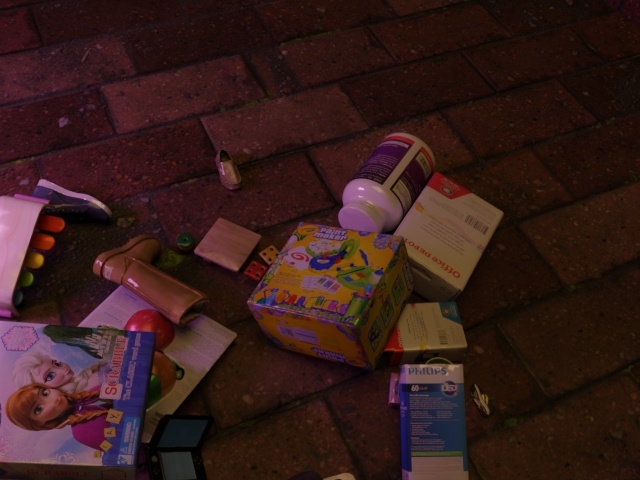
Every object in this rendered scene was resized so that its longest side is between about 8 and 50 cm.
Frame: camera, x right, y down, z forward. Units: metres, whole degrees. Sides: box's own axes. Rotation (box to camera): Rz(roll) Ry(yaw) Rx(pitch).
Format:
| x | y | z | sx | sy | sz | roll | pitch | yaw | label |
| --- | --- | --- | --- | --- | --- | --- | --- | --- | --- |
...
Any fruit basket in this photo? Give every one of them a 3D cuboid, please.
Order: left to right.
| x | y | z | sx | sy | sz | roll | pitch | yaw | label |
| --- | --- | --- | --- | --- | --- | --- | --- | --- | --- |
| -0.423 | 0.267 | 1.525 | 0.327 | 0.165 | 0.353 | 26 | 39 | 12 | fruit basket |

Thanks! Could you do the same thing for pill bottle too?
| x | y | z | sx | sy | sz | roll | pitch | yaw | label |
| --- | --- | --- | --- | --- | --- | --- | --- | --- | --- |
| 0.182 | -0.148 | 1.850 | 0.182 | 0.181 | 0.323 | 28 | 56 | 15 | pill bottle |

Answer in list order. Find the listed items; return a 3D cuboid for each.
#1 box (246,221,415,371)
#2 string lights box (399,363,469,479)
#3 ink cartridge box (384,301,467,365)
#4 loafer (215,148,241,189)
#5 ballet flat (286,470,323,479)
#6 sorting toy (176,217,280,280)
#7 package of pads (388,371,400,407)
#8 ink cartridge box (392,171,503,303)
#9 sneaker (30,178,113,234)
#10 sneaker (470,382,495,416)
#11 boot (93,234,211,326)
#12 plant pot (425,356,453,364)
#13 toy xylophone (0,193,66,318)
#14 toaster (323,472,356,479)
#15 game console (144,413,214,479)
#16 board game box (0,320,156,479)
| x | y | z | sx | sy | sz | roll | pitch | yaw | label |
| --- | --- | --- | --- | --- | --- | --- | --- | --- | --- |
| 0.034 | 0.124 | 1.575 | 0.290 | 0.177 | 0.279 | 9 | 50 | 31 | box |
| 0.248 | 0.405 | 1.450 | 0.133 | 0.077 | 0.259 | 1 | 77 | -5 | string lights box |
| 0.233 | 0.232 | 1.635 | 0.231 | 0.078 | 0.134 | -2 | 52 | -7 | ink cartridge box |
| -0.274 | -0.210 | 1.931 | 0.056 | 0.050 | 0.148 | -20 | 58 | -19 | loafer |
| -0.111 | 0.548 | 1.268 | 0.280 | 0.096 | 0.095 | -44 | 51 | 9 | ballet flat |
| -0.239 | 0.024 | 1.762 | 0.275 | 0.046 | 0.132 | 23 | 54 | 12 | sorting toy |
| 0.190 | 0.357 | 1.566 | 0.050 | 0.032 | 0.083 | 7 | 53 | 1 | package of pads |
| 0.323 | -0.005 | 1.772 | 0.226 | 0.131 | 0.306 | 34 | 58 | 6 | ink cartridge box |
| -0.688 | -0.057 | 1.754 | 0.226 | 0.086 | 0.163 | 18 | 56 | 5 | sneaker |
| 0.389 | 0.381 | 1.575 | 0.035 | 0.031 | 0.083 | -5 | 57 | -26 | sneaker |
| -0.387 | 0.098 | 1.625 | 0.270 | 0.089 | 0.236 | 26 | 28 | 16 | boot |
| 0.278 | 0.333 | 1.564 | 0.083 | 0.079 | 0.083 | 2 | 53 | -3 | plant pot |
| -0.793 | 0.020 | 1.622 | 0.236 | 0.081 | 0.322 | 19 | 74 | 4 | toy xylophone |
| 0.020 | 0.581 | 1.334 | 0.186 | 0.110 | 0.168 | -11 | 56 | -14 | toaster |
| -0.285 | 0.442 | 1.379 | 0.144 | 0.085 | 0.124 | 19 | 39 | -47 | game console |
| -0.499 | 0.306 | 1.276 | 0.318 | 0.066 | 0.318 | 5 | 41 | -10 | board game box |
